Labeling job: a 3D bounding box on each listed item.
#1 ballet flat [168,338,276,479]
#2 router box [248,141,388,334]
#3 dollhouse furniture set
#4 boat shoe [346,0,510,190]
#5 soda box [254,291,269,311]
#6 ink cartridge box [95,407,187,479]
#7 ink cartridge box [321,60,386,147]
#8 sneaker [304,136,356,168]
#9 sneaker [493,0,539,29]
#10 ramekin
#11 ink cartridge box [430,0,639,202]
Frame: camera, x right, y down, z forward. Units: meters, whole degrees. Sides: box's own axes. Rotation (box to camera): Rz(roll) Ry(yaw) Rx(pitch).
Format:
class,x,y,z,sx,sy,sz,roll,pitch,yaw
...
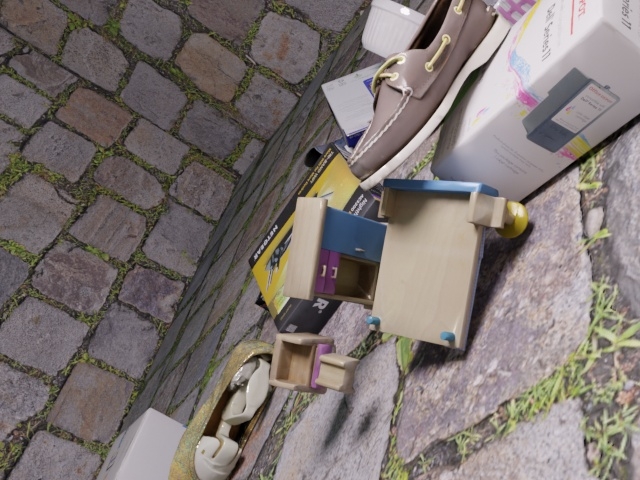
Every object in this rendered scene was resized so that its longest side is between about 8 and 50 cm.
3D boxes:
class,x,y,z,sx,sy,sz,roll,pitch,yaw
ballet flat,-0.171,0.342,1.337,0.349,0.123,0.123,-64,15,-21
router box,0.000,0.000,1.369,0.309,0.081,0.243,-55,33,16
dollhouse furniture set,0.126,0.080,0.945,0.303,0.198,0.287,5,84,41
boat shoe,0.120,-0.200,0.902,0.324,0.096,0.116,-52,14,-22
soda box,-0.091,0.085,1.699,0.053,0.060,0.169,-39,25,58
ink cartridge box,-0.358,0.496,1.519,0.232,0.171,0.168,-45,19,46
ink cartridge box,0.109,-0.289,1.563,0.165,0.065,0.333,-19,30,3
sneaker,0.056,-0.197,1.605,0.131,0.148,0.350,-36,26,58
sneaker,0.354,-0.398,1.132,0.236,0.095,0.104,-47,11,22
ramekin,0.186,-0.431,1.554,0.207,0.207,0.109,-104,39,-71
ink cartridge box,0.295,-0.209,0.847,0.353,0.119,0.207,-43,19,46
